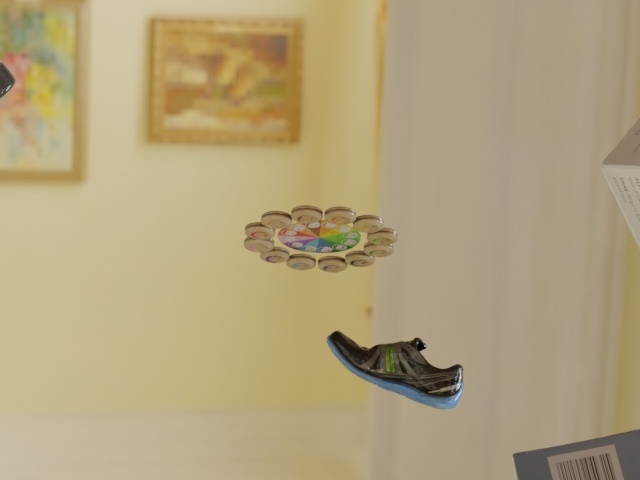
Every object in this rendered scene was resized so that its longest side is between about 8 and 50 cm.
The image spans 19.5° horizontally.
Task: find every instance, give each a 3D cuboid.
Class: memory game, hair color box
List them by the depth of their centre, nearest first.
[{"bbox_3d":[0.000,0.000,2.191,0.186,0.012,0.186,2,157,1],"label":"memory game"},{"bbox_3d":[0.369,0.403,2.588,0.185,0.113,0.374,-11,148,0],"label":"hair color box"}]

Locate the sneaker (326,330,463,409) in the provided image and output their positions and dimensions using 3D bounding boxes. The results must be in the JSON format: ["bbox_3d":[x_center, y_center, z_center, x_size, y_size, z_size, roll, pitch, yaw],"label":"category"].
[{"bbox_3d":[0.098,0.156,2.394,0.188,0.078,0.067,20,178,13],"label":"sneaker"}]

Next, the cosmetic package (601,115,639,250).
[{"bbox_3d":[0.406,-0.059,1.817,0.184,0.151,0.151,4,-136,46],"label":"cosmetic package"}]

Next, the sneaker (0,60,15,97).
[{"bbox_3d":[-0.507,-0.168,2.198,0.270,0.145,0.090,-34,-165,9],"label":"sneaker"}]
